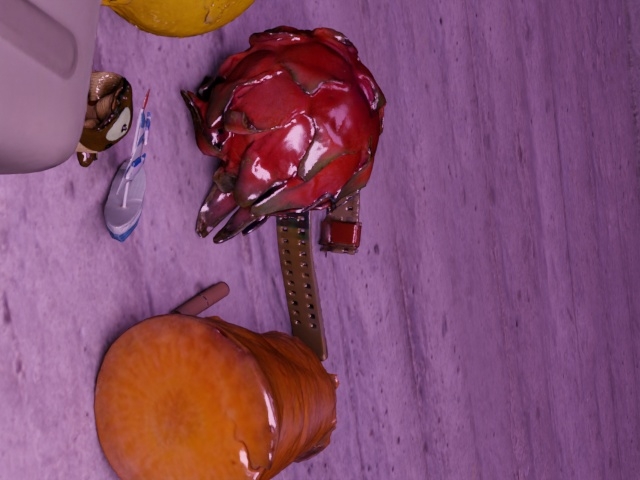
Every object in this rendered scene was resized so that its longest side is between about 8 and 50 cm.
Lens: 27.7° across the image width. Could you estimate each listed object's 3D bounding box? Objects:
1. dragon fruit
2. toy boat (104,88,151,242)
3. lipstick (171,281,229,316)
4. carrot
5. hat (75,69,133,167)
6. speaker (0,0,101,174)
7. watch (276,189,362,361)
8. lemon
[{"bbox_3d":[-0.036,-0.113,1.368,0.274,0.193,0.192,-65,150,-24],"label":"dragon fruit"},{"bbox_3d":[-0.179,-0.074,1.214,0.105,0.034,0.149,-99,-162,-75],"label":"toy boat"},{"bbox_3d":[-0.126,0.066,1.366,0.094,0.019,0.019,-32,118,-58],"label":"lipstick"},{"bbox_3d":[-0.078,0.155,1.284,0.254,0.196,0.196,-5,94,-67],"label":"carrot"},{"bbox_3d":[-0.203,-0.110,1.165,0.059,0.076,0.077,72,25,-52],"label":"hat"},{"bbox_3d":[-0.262,-0.253,0.953,0.184,0.183,0.406,29,64,-65],"label":"speaker"},{"bbox_3d":[0.002,-0.009,1.555,0.165,0.102,0.268,-49,139,-54],"label":"watch"},{"bbox_3d":[-0.132,-0.274,1.206,0.206,0.173,0.173,-42,129,-27],"label":"lemon"}]
